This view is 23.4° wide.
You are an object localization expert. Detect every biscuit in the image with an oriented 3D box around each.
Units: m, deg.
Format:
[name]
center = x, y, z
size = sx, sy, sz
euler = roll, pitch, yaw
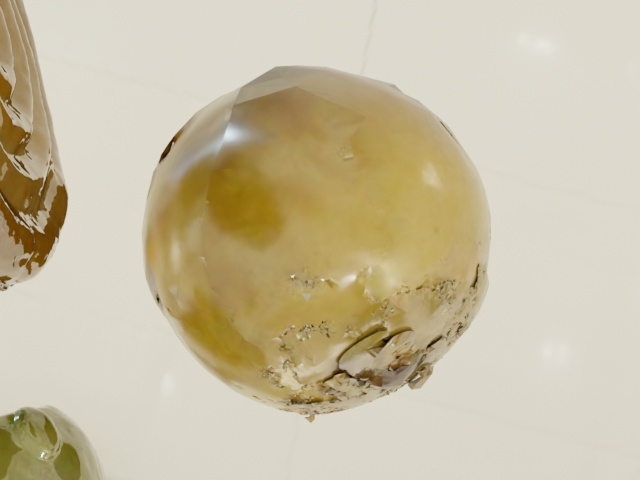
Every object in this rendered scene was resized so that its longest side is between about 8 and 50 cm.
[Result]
[biscuit]
center = -0.182, -0.102, 0.797
size = 0.037, 0.262, 0.262
euler = -14, 136, 2

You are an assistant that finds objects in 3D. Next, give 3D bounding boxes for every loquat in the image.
[loquat]
center = 0.000, 0.000, 1.016
size = 0.235, 0.235, 0.235
euler = 10, 140, 9

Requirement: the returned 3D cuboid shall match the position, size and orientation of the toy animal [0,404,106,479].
[toy animal]
center = -0.212, 0.288, 1.007
size = 0.180, 0.363, 0.181
euler = -5, 179, 36
